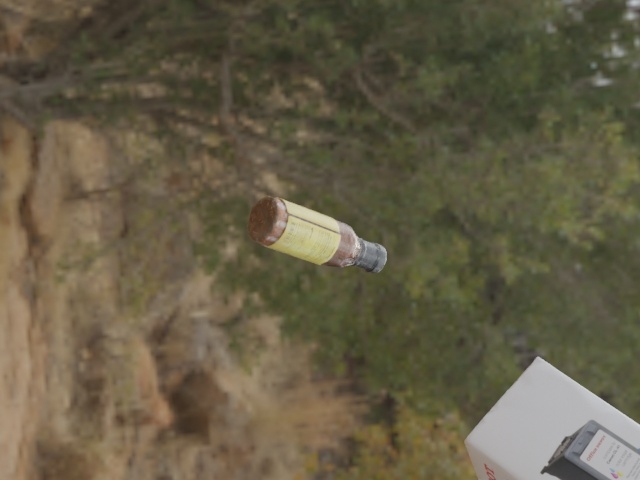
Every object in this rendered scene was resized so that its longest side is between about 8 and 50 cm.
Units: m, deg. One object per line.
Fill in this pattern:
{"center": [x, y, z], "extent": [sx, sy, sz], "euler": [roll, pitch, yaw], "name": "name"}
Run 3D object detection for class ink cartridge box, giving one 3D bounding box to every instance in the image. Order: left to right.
{"center": [0.313, 0.290, 1.445], "extent": [0.306, 0.131, 0.226], "euler": [34, -19, 32], "name": "ink cartridge box"}

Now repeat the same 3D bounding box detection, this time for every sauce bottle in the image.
{"center": [0.000, 0.000, 1.149], "extent": [0.128, 0.042, 0.042], "euler": [22, 52, -37], "name": "sauce bottle"}
